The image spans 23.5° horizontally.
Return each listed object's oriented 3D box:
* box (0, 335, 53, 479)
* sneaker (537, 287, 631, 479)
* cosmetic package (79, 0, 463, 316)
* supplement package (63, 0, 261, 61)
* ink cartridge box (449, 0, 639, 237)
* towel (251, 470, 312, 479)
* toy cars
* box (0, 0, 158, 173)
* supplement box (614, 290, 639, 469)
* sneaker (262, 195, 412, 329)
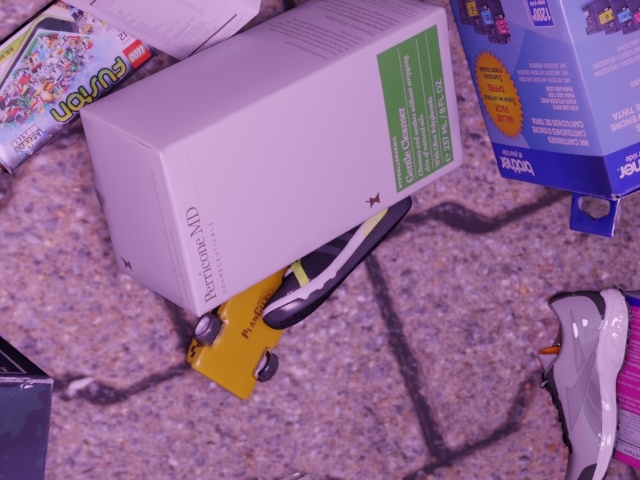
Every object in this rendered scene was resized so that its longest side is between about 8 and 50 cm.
[{"bbox_3d":[-0.434,0.187,1.471,0.294,0.296,0.183,3,95,-22],"label":"box"},{"bbox_3d":[0.318,0.189,1.904,0.108,0.100,0.272,3,99,2],"label":"sneaker"},{"bbox_3d":[-0.042,-0.103,1.571,0.365,0.155,0.197,-32,128,-29],"label":"cosmetic package"},{"bbox_3d":[-0.187,-0.308,1.572,0.244,0.139,0.134,25,57,-26],"label":"supplement package"},{"bbox_3d":[0.286,-0.205,1.736,0.151,0.270,0.396,-24,105,-16],"label":"ink cartridge box"},{"bbox_3d":[-0.110,0.451,1.767,0.312,0.056,0.324,-20,107,-21],"label":"towel"},{"bbox_3d":[-0.101,-0.026,1.702,0.176,0.087,0.394,-11,97,-33],"label":"toy cars"},{"bbox_3d":[-0.286,-0.179,1.629,0.207,0.036,0.114,-42,110,-13],"label":"box"},{"bbox_3d":[0.446,0.178,1.936,0.111,0.114,0.220,-3,99,-23],"label":"supplement box"},{"bbox_3d":[0.000,0.000,1.687,0.097,0.084,0.234,43,63,5],"label":"sneaker"}]
